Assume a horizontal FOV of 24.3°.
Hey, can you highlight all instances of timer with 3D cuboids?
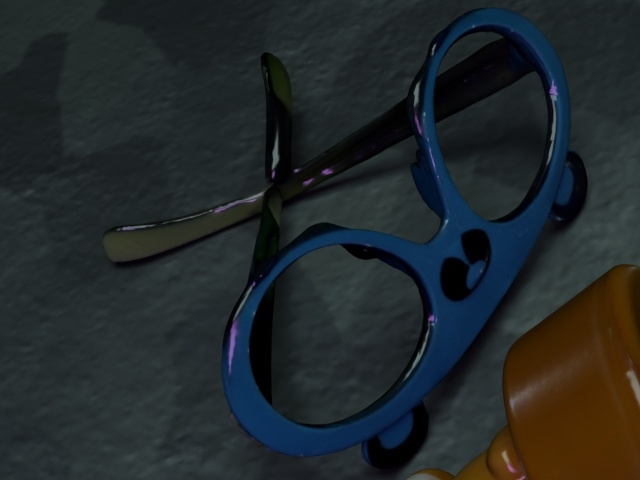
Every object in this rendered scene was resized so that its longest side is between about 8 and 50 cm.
[{"bbox_3d":[0.084,0.099,0.579,0.152,0.132,0.132,-29,48,23],"label":"timer"}]

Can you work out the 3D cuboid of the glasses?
[{"bbox_3d":[-0.009,-0.022,0.687,0.206,0.102,0.239,21,63,27],"label":"glasses"}]
